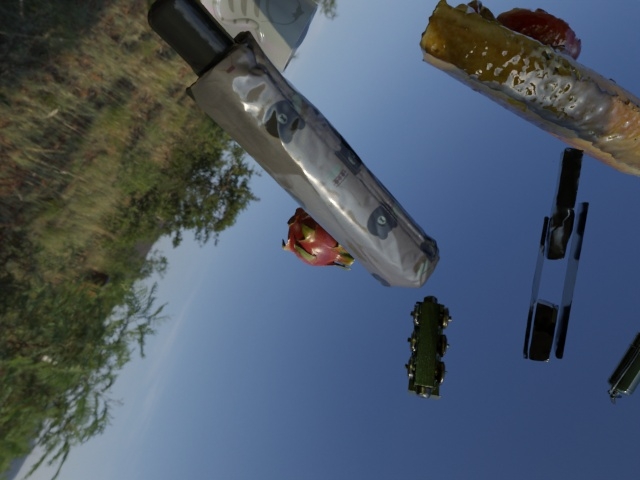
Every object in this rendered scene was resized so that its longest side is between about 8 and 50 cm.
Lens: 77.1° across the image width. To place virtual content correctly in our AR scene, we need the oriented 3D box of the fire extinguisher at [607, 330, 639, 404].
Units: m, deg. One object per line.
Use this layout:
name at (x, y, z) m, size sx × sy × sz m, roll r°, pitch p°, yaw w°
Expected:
fire extinguisher at (0.332, 0.139, 0.432) m, size 0.025 × 0.038 × 0.083 m, roll 36°, pitch -79°, yaw 56°

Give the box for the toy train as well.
toy train at (0.243, 0.245, 0.917) m, size 0.137 × 0.089 × 0.226 m, roll 68°, pitch 31°, yaw -61°

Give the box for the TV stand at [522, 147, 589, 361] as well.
TV stand at (0.279, 0.020, 0.473) m, size 0.042 × 0.036 × 0.250 m, roll 9°, pitch -82°, yaw 27°

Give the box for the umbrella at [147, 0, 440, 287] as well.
umbrella at (-0.006, -0.069, 0.363) m, size 0.073 × 0.337 × 0.067 m, roll -20°, pitch -144°, yaw 44°

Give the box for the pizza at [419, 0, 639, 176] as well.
pizza at (0.306, -0.266, 0.610) m, size 0.130 × 0.439 × 0.406 m, roll -59°, pitch -158°, yaw 30°

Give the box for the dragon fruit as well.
dragon fruit at (0.001, 0.001, 0.604) m, size 0.081 × 0.116 × 0.086 m, roll -58°, pitch -172°, yaw -22°

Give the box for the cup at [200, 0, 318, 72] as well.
cup at (-0.088, -0.288, 0.530) m, size 0.136 × 0.133 × 0.099 m, roll -65°, pitch -166°, yaw -18°
